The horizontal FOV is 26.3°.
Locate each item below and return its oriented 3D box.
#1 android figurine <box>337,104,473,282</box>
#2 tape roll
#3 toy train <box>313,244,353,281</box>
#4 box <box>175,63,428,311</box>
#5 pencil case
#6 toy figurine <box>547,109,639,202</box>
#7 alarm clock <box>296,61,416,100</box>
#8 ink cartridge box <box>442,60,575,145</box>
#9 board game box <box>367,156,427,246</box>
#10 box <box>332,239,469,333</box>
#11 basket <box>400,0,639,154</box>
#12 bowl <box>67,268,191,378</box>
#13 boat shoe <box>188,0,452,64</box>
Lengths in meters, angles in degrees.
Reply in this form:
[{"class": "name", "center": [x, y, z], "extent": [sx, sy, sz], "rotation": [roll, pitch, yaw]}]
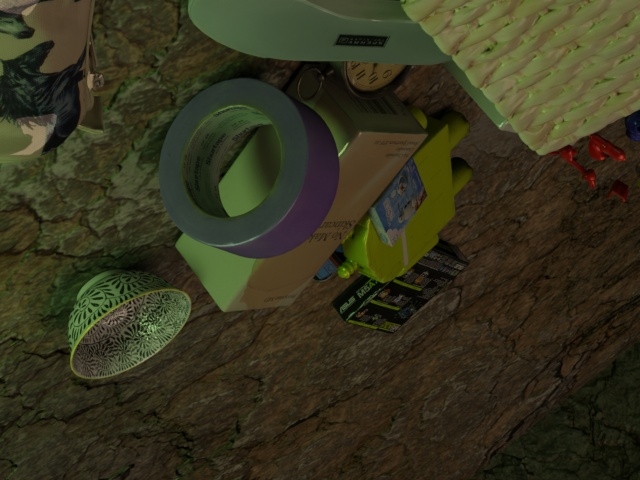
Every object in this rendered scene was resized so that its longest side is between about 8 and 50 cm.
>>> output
[{"class": "android figurine", "center": [0.110, -0.054, 1.845], "extent": [0.273, 0.056, 0.248], "rotation": [-44, 142, -30]}, {"class": "tape roll", "center": [-0.079, -0.078, 1.513], "extent": [0.189, 0.189, 0.080], "rotation": [-43, 154, 12]}, {"class": "toy train", "center": [0.000, 0.000, 1.880], "extent": [0.105, 0.080, 0.184], "rotation": [-33, 152, 3]}, {"class": "box", "center": [-0.028, -0.061, 1.687], "extent": [0.148, 0.121, 0.311], "rotation": [-5, 140, -50]}, {"class": "pencil case", "center": [-0.234, -0.244, 1.060], "extent": [0.183, 0.160, 0.410], "rotation": [-4, 143, -23]}, {"class": "toy figurine", "center": [0.507, -0.261, 2.075], "extent": [0.217, 0.191, 0.362], "rotation": [-54, 170, -54]}, {"class": "alarm clock", "center": [0.043, -0.218, 1.547], "extent": [0.192, 0.064, 0.129], "rotation": [-38, 141, -24]}, {"class": "ink cartridge box", "center": [0.287, -0.280, 1.624], "extent": [0.270, 0.198, 0.197], "rotation": [-49, 153, 24]}, {"class": "board game box", "center": [0.098, -0.052, 1.757], "extent": [0.090, 0.020, 0.090], "rotation": [-54, 147, -18]}, {"class": "box", "center": [0.133, 0.070, 2.211], "extent": [0.184, 0.045, 0.191], "rotation": [-41, 156, 16]}, {"class": "basket", "center": [0.243, -0.304, 1.287], "extent": [0.331, 0.266, 0.328], "rotation": [-25, 144, 23]}, {"class": "bowl", "center": [-0.252, 0.089, 1.705], "extent": [0.170, 0.080, 0.170], "rotation": [-28, 153, -16]}, {"class": "boat shoe", "center": [0.010, -0.257, 1.419], "extent": [0.306, 0.105, 0.113], "rotation": [1, 153, -16]}]
